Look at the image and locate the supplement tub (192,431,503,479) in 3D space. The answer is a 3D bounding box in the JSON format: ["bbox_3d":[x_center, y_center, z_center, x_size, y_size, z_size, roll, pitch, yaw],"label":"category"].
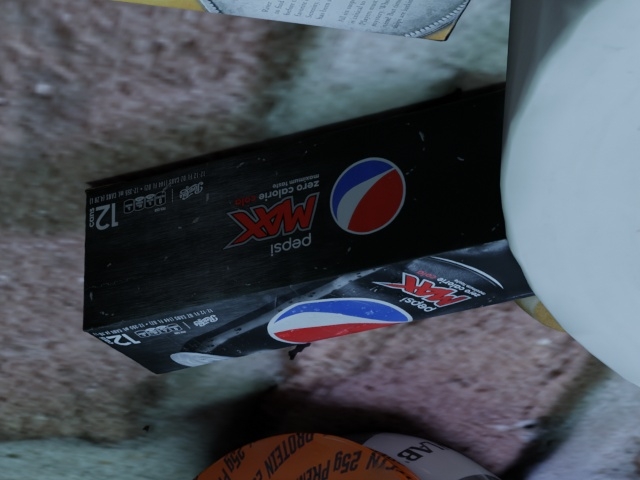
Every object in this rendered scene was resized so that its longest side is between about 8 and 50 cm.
[{"bbox_3d":[0.057,0.222,1.018,0.207,0.207,0.338,-12,153,23],"label":"supplement tub"}]

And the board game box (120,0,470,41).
[{"bbox_3d":[-0.011,-0.129,0.440,0.165,0.042,0.243,6,155,-15],"label":"board game box"}]

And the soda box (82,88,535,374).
[{"bbox_3d":[0.000,0.000,0.703,0.169,0.060,0.053,-13,154,23],"label":"soda box"}]

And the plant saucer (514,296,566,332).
[{"bbox_3d":[0.117,0.021,0.809,0.083,0.015,0.083,-1,155,0],"label":"plant saucer"}]

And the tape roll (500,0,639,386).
[{"bbox_3d":[0.182,-0.045,0.417,0.286,0.100,0.286,5,150,3],"label":"tape roll"}]
